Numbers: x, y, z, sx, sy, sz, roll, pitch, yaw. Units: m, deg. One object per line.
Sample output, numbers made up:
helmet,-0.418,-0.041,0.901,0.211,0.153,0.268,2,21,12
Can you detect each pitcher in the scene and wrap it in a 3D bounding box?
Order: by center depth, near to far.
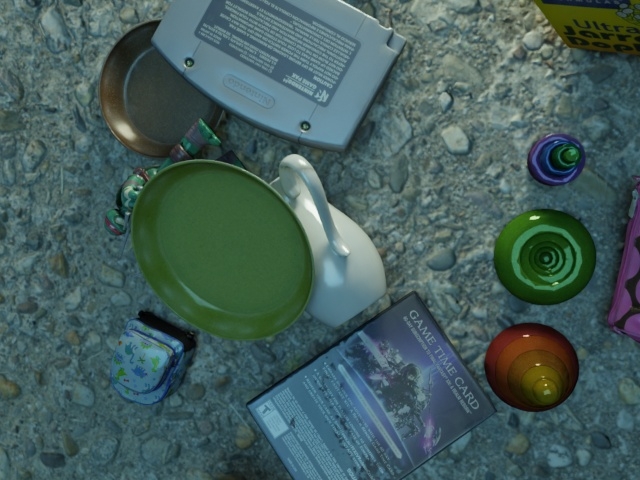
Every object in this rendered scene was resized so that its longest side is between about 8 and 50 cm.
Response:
pitcher,0.000,0.000,0.739,0.125,0.178,0.207,-32,84,-17

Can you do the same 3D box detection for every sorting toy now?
sorting toy,0.280,0.050,0.711,0.127,0.126,0.365,6,95,11

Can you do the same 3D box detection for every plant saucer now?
plant saucer,-0.116,0.012,0.706,0.241,0.037,0.241,8,118,15
plant saucer,-0.222,-0.214,0.840,0.198,0.036,0.198,0,92,11

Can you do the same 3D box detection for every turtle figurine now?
turtle figurine,-0.218,-0.055,0.795,0.234,0.175,0.118,-40,67,2

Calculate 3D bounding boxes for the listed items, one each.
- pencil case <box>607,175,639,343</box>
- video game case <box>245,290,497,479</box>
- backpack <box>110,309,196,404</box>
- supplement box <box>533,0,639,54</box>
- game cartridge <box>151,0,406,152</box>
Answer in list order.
pencil case,0.409,0.026,0.702,0.098,0.095,0.209,8,96,1
video game case,0.068,0.223,0.775,0.274,0.026,0.196,-33,86,-6
backpack,-0.250,0.177,0.840,0.105,0.084,0.114,23,100,11
supplement box,0.386,-0.395,0.602,0.194,0.195,0.356,23,98,38
game cartridge,-0.061,-0.250,0.775,0.297,0.062,0.198,30,95,2
